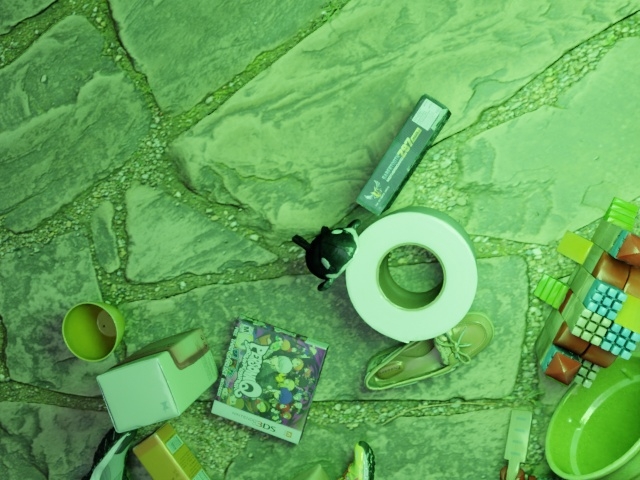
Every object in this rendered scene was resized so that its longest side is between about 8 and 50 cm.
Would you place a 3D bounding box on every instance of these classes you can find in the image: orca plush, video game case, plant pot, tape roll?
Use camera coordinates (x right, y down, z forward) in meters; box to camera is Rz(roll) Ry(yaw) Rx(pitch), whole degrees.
[{"bbox_3d":[0.000,0.000,1.322,0.102,0.287,0.151,30,101,-7],"label":"orca plush"},{"bbox_3d":[-0.112,0.303,1.512,0.210,0.042,0.232,18,100,8],"label":"video game case"},{"bbox_3d":[0.608,0.390,1.271,0.254,0.276,0.276,38,103,-6],"label":"plant pot"},{"bbox_3d":[-0.495,0.195,1.555,0.134,0.095,0.134,1,97,12],"label":"plant pot"},{"bbox_3d":[0.183,0.058,1.352,0.246,0.169,0.246,2,98,12],"label":"tape roll"}]

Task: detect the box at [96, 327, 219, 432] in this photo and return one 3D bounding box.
[{"bbox_3d":[-0.336,0.289,1.461,0.149,0.232,0.126,-19,93,13],"label":"box"}]

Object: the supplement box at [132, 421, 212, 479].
[{"bbox_3d":[-0.319,0.535,1.569,0.078,0.080,0.233,-37,87,15],"label":"supplement box"}]

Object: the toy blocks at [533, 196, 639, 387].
[{"bbox_3d":[0.504,0.121,1.242,0.191,0.261,0.381,26,102,8],"label":"toy blocks"}]

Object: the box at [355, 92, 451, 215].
[{"bbox_3d":[0.163,-0.163,1.321,0.059,0.183,0.232,35,104,7],"label":"box"}]

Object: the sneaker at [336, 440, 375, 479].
[{"bbox_3d":[0.064,0.529,1.482,0.094,0.081,0.208,7,99,14],"label":"sneaker"}]

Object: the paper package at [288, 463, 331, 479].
[{"bbox_3d":[-0.113,0.648,1.380,0.309,0.325,0.168,-38,89,30],"label":"paper package"}]

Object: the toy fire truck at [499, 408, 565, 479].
[{"bbox_3d":[0.449,0.481,1.372,0.217,0.158,0.246,-4,106,13],"label":"toy fire truck"}]

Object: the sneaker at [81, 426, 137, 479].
[{"bbox_3d":[-0.485,0.540,1.607,0.108,0.100,0.271,25,99,-16],"label":"sneaker"}]

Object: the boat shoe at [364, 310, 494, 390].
[{"bbox_3d":[0.222,0.236,1.405,0.285,0.089,0.104,-30,89,14],"label":"boat shoe"}]
